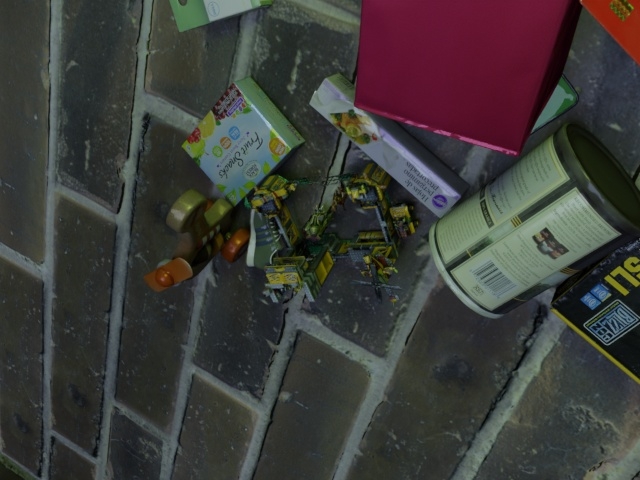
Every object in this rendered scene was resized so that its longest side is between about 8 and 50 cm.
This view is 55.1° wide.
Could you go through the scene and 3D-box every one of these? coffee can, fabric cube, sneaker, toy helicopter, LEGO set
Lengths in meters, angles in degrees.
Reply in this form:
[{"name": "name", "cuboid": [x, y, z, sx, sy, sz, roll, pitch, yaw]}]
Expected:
[{"name": "coffee can", "cuboid": [0.341, -0.025, 0.982, 0.201, 0.201, 0.275, 50, 127, 0]}, {"name": "fabric cube", "cuboid": [0.216, -0.317, 0.839, 0.254, 0.259, 0.258, 20, 138, 20]}, {"name": "sneaker", "cuboid": [-0.106, -0.016, 1.325, 0.086, 0.064, 0.192, 17, 121, 12]}, {"name": "toy helicopter", "cuboid": [-0.265, -0.002, 1.237, 0.140, 0.235, 0.355, 39, 164, 7]}, {"name": "LEGO set", "cuboid": [0.000, 0.000, 1.164, 0.332, 0.192, 0.254, 3, 128, 24]}]

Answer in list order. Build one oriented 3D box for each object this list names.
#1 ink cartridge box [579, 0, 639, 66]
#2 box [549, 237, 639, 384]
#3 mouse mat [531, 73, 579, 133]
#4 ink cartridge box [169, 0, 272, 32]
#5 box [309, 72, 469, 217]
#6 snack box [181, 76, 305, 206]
[{"name": "ink cartridge box", "cuboid": [0.487, -0.290, 0.744, 0.275, 0.060, 0.239, 41, 82, -10]}, {"name": "box", "cuboid": [0.578, 0.081, 0.980, 0.257, 0.079, 0.322, 42, 126, 7]}, {"name": "mouse mat", "cuboid": [0.307, -0.260, 1.010, 0.153, 0.007, 0.189, -35, 92, 36]}, {"name": "ink cartridge box", "cuboid": [-0.219, -0.500, 1.158, 0.235, 0.056, 0.171, -5, 111, 29]}, {"name": "box", "cuboid": [0.123, -0.175, 1.115, 0.324, 0.067, 0.063, 41, 127, 5]}, {"name": "snack box", "cuboid": [-0.160, -0.199, 1.258, 0.174, 0.070, 0.207, 50, 127, -2]}]
